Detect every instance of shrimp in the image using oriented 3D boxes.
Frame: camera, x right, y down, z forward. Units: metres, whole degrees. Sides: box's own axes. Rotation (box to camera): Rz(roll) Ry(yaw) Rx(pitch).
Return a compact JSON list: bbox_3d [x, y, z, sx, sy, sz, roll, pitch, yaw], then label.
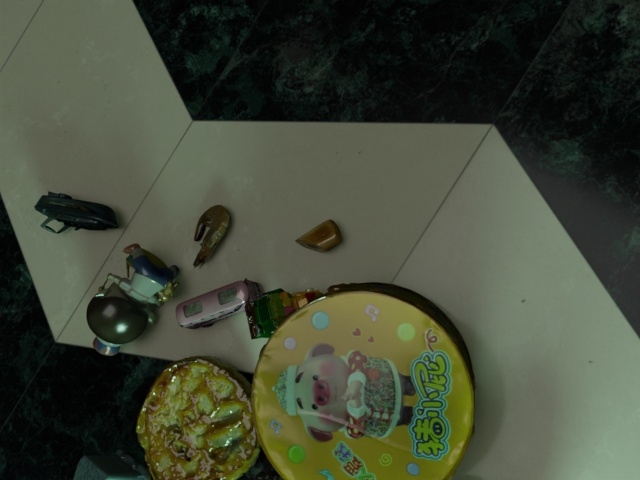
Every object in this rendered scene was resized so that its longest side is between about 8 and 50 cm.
[{"bbox_3d":[-0.274,-0.013,1.741,0.095,0.045,0.162,32,94,24],"label":"shrimp"}]

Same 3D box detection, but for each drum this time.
[{"bbox_3d":[0.089,0.291,1.400,0.432,0.214,0.430,0,89,11],"label":"drum"}]

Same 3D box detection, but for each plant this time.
[{"bbox_3d":[-0.123,0.566,1.552,0.085,0.087,0.174,26,95,-1],"label":"plant"}]

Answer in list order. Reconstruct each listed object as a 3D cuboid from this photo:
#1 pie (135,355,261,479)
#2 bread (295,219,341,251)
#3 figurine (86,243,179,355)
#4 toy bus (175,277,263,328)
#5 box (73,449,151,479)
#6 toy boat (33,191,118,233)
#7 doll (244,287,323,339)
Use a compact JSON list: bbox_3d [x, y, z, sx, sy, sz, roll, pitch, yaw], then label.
[{"bbox_3d":[-0.263,0.414,1.632,0.316,0.092,0.314,-2,82,17],"label":"pie"},{"bbox_3d":[-0.001,0.001,1.628,0.103,0.049,0.062,-33,62,14],"label":"bread"},{"bbox_3d":[-0.460,0.147,1.734,0.275,0.161,0.158,-52,26,2],"label":"figurine"},{"bbox_3d":[-0.232,0.148,1.668,0.203,0.090,0.063,-21,72,15],"label":"toy bus"},{"bbox_3d":[-0.484,0.596,1.647,0.162,0.130,0.226,14,86,47],"label":"box"},{"bbox_3d":[-0.612,-0.059,1.856,0.246,0.093,0.103,10,76,23],"label":"toy boat"},{"bbox_3d":[-0.075,0.159,1.591,0.187,0.134,0.106,-18,70,10],"label":"doll"}]
